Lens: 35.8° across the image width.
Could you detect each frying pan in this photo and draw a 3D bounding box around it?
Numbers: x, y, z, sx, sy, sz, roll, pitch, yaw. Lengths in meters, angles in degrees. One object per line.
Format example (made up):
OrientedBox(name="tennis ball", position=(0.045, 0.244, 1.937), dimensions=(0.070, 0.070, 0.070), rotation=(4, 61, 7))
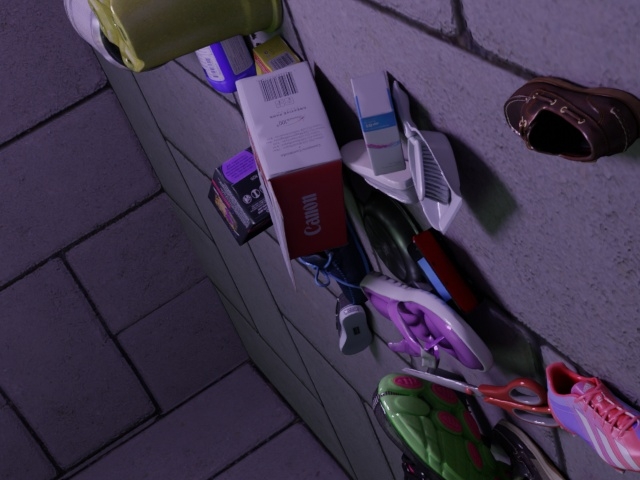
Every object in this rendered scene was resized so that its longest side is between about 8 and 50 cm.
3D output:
OrientedBox(name="frying pan", position=(0.162, 0.057, 1.739), dimensions=(0.326, 0.053, 0.197), rotation=(63, 167, -10))

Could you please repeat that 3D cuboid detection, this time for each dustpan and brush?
OrientedBox(name="dustpan and brush", position=(0.139, -0.125, 1.363), dimensions=(0.147, 0.060, 0.211), rotation=(102, 162, -72))

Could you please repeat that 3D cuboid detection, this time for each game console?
OrientedBox(name="game console", position=(0.182, 0.060, 1.565), dimensions=(0.144, 0.085, 0.124), rotation=(56, 146, 6))

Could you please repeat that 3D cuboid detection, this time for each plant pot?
OrientedBox(name="plant pot", position=(-0.243, -0.415, 1.650), dimensions=(0.276, 0.254, 0.276), rotation=(52, 165, 20))

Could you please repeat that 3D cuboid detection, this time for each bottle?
OrientedBox(name="bottle", position=(-0.215, -0.420, 1.877), dimensions=(0.118, 0.092, 0.283), rotation=(36, 155, 55))

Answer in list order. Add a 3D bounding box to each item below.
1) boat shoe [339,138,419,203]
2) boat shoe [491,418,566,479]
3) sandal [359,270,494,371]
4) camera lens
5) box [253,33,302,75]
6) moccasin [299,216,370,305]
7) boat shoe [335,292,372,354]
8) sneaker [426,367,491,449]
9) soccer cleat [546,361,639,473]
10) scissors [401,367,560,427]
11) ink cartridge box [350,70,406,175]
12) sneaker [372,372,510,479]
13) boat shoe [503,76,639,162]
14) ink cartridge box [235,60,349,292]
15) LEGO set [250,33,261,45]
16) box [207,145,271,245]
OrientedBox(name="boat shoe", position=(0.097, -0.108, 1.571), dimensions=(0.184, 0.066, 0.063), rotation=(27, 147, 46))
OrientedBox(name="boat shoe", position=(0.365, 0.406, 1.735), dimensions=(0.223, 0.073, 0.080), rotation=(47, 166, 40))
OrientedBox(name="sandal", position=(0.163, 0.158, 1.674), dimensions=(0.169, 0.102, 0.416), rotation=(46, 173, -17))
OrientedBox(name="camera lens", position=(-0.421, -0.502, 2.145), dimensions=(0.274, 0.219, 0.219), rotation=(42, 159, 48))
OrientedBox(name="box", position=(-0.067, -0.261, 1.788), dimensions=(0.087, 0.058, 0.232), rotation=(53, 165, 22))
OrientedBox(name="moccasin", position=(0.000, 0.000, 2.010), dimensions=(0.137, 0.116, 0.342), rotation=(33, 152, 59))
OrientedBox(name="boat shoe", position=(0.068, 0.190, 2.300), dimensions=(0.228, 0.080, 0.076), rotation=(75, 175, -59))
OrientedBox(name="sneaker", position=(0.271, 0.329, 1.920), dimensions=(0.222, 0.118, 0.083), rotation=(33, 165, -35))
OrientedBox(name="soccer cleat", position=(0.378, 0.233, 1.310), dimensions=(0.095, 0.083, 0.248), rotation=(66, 167, -15))
OrientedBox(name="scissors", position=(0.263, 0.255, 1.621), dimensions=(0.297, 0.021, 0.109), rotation=(-3, 134, 47))
OrientedBox(name="ink cartridge box", position=(0.084, -0.166, 1.423), dimensions=(0.122, 0.052, 0.089), rotation=(69, -172, -49))
OrientedBox(name="sneaker", position=(0.219, 0.428, 1.797), dimensions=(0.483, 0.202, 0.185), rotation=(52, -151, -30))
OrientedBox(name="boat shoe", position=(0.240, -0.121, 1.011), dimensions=(0.073, 0.073, 0.207), rotation=(61, 167, -17))
OrientedBox(name="ink cartridge box", position=(-0.034, -0.099, 1.711), dimensions=(0.309, 0.130, 0.272), rotation=(82, 171, -64))
OrientedBox(name="LEGO set", position=(-0.100, -0.345, 1.787), dimensions=(0.054, 0.023, 0.083), rotation=(59, 178, 36))
OrientedBox(name="box", position=(-0.132, -0.107, 2.129), dimensions=(0.143, 0.165, 0.270), rotation=(56, 167, 2))
